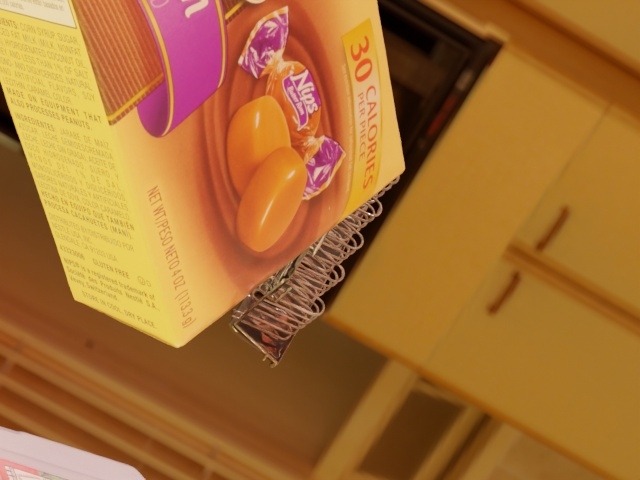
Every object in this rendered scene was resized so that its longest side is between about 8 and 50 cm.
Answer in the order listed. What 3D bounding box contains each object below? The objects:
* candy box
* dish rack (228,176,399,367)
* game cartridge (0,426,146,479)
[{"bbox_3d":[-0.040,-0.078,0.381,0.109,0.053,0.187,-38,132,-34],"label":"candy box"},{"bbox_3d":[0.000,0.000,1.290,0.208,0.074,0.271,-61,-174,-19],"label":"dish rack"},{"bbox_3d":[-0.182,0.246,1.058,0.060,0.196,0.294,-56,-147,8],"label":"game cartridge"}]
